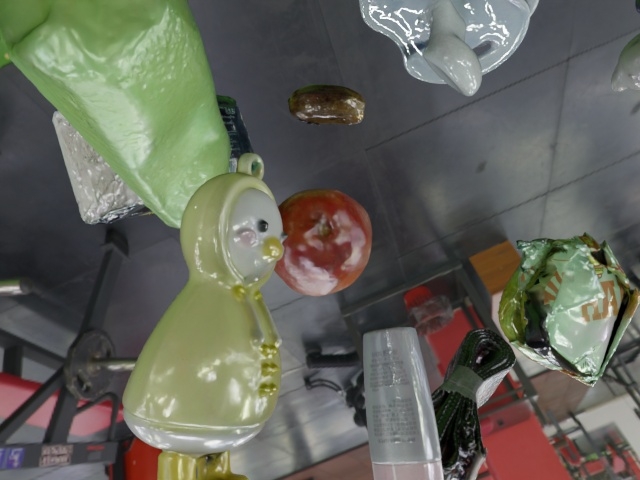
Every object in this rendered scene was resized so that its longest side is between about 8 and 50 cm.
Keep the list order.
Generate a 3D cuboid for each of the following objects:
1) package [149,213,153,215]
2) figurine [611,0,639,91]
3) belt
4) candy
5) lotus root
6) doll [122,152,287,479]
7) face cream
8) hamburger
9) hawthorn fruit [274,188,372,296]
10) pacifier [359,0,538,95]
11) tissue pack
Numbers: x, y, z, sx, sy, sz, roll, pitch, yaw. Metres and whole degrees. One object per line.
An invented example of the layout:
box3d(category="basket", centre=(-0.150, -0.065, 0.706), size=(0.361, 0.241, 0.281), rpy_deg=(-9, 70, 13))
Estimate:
box3d(category="package", centre=(-0.534, -0.202, 1.563), size=(0.168, 0.090, 0.226), rpy_deg=(-31, 125, -15))
box3d(category="figurine", centre=(0.571, -0.246, 0.731), size=(0.421, 0.154, 0.193), rpy_deg=(20, 158, -33))
box3d(category="belt", centre=(0.215, 0.251, 0.746), size=(0.360, 0.126, 0.094), rpy_deg=(-31, 136, -54))
box3d(category="candy", centre=(-0.173, -0.125, 0.468), size=(0.142, 0.131, 0.343), rpy_deg=(27, 163, 6))
box3d(category="lotus root", centre=(0.006, -0.145, 0.508), size=(0.084, 0.037, 0.030), rpy_deg=(3, 146, 1))
box3d(category="doll", centre=(-0.080, 0.065, 0.404), size=(0.117, 0.295, 0.141), rpy_deg=(9, 172, 30))
box3d(category="face cream", centre=(0.095, 0.206, 0.571), size=(0.084, 0.198, 0.057), rpy_deg=(-13, 161, 26))
box3d(category="hamburger", centre=(0.354, 0.081, 0.716), size=(0.235, 0.214, 0.125), rpy_deg=(29, 164, -14))
box3d(category="hawthorn fruit", centre=(0.000, 0.000, 0.561), size=(0.133, 0.132, 0.138), rpy_deg=(-21, 178, 0))
box3d(category="pacifier", centre=(0.189, -0.297, 0.672), size=(0.228, 0.207, 0.279), rpy_deg=(-16, 146, 39))
box3d(category="tissue pack", centre=(-0.367, -0.208, 1.143), size=(0.254, 0.263, 0.417), rpy_deg=(-15, -175, 25))
